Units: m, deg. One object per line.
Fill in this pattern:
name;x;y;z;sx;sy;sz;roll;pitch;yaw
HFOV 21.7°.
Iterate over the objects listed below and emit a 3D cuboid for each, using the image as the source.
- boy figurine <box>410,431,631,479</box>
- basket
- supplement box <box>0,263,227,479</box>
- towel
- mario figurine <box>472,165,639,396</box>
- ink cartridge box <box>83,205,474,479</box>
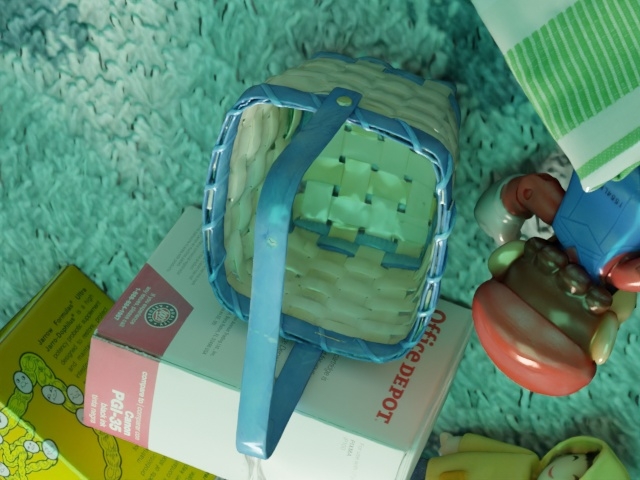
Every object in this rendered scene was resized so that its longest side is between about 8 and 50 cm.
boy figurine;0.130;0.229;1.478;0.285;0.177;0.092;-4;120;20
basket;0.000;0.000;1.308;0.201;0.289;0.254;14;123;8
supplement box;-0.205;0.237;1.613;0.356;0.195;0.194;43;127;-8
towel;0.194;-0.225;1.163;0.248;0.038;0.325;-35;81;36
mario figurine;0.236;-0.016;1.304;0.170;0.198;0.320;19;119;-18
ink cartridge box;-0.033;0.110;1.448;0.283;0.207;0.117;20;128;10
